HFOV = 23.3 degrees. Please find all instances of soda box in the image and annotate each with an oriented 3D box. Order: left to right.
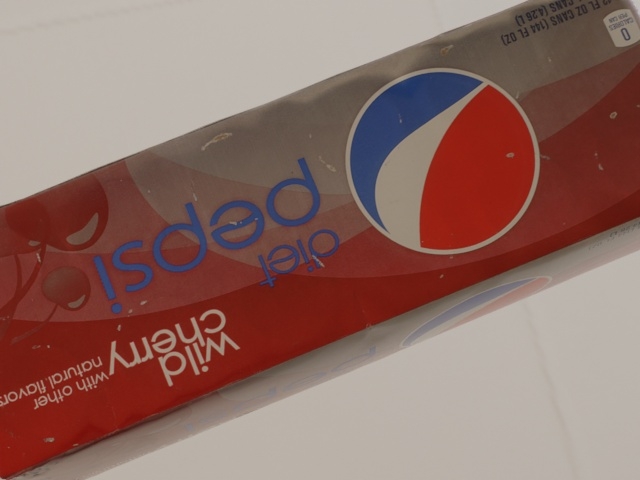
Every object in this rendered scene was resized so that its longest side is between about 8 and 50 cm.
[{"bbox_3d":[0.000,0.000,0.556,0.263,0.083,0.092,-22,-102,-4],"label":"soda box"}]
